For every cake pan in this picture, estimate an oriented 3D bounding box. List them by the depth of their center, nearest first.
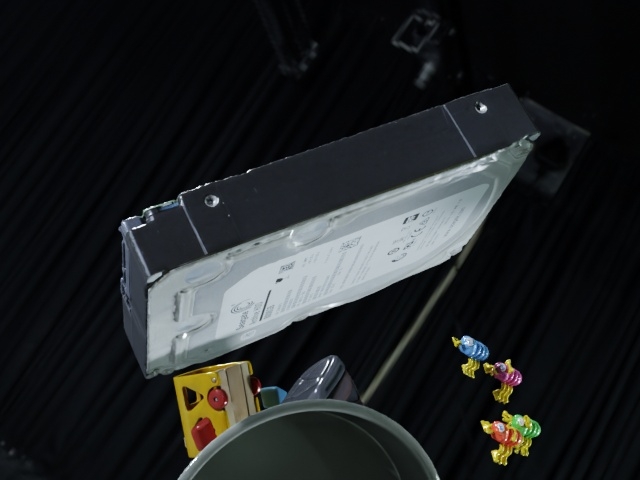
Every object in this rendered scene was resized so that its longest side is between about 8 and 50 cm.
[{"bbox_3d":[-0.021,0.285,0.869,0.293,0.293,0.054,40,-10,-19],"label":"cake pan"}]

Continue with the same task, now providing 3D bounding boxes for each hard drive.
[{"bbox_3d":[0.000,0.000,0.803,0.064,0.339,0.237,63,-21,20],"label":"hard drive"}]

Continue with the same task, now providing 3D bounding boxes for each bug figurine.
[{"bbox_3d":[0.365,0.315,1.908,0.216,0.072,0.279,26,38,-48],"label":"bug figurine"}]

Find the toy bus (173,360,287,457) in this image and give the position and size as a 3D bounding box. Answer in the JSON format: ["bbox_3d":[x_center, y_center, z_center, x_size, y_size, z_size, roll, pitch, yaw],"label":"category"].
[{"bbox_3d":[-0.140,0.268,1.318,0.104,0.202,0.191,-12,-48,28],"label":"toy bus"}]

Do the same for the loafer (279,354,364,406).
[{"bbox_3d":[-0.026,0.267,1.181,0.109,0.302,0.095,-31,-76,41],"label":"loafer"}]
